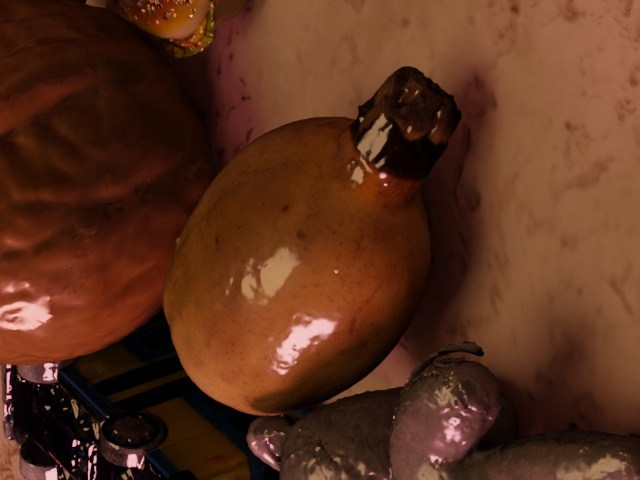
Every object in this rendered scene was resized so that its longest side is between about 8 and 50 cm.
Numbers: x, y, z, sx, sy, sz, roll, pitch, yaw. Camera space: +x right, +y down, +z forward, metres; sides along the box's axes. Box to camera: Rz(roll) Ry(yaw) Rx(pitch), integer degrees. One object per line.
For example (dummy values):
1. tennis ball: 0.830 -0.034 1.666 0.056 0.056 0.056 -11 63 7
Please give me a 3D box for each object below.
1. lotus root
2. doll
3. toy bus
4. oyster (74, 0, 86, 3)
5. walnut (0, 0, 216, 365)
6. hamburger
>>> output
1. lotus root: 0.000 0.000 1.395 0.183 0.182 0.310 59 137 19
2. doll: 0.125 0.164 1.342 0.340 0.158 0.246 -15 124 43
3. toy bus: -0.134 0.162 1.660 0.287 0.175 0.138 37 133 41
4. oyster: -0.220 -0.313 1.657 0.214 0.083 0.223 -48 58 50
5. walnut: -0.246 -0.045 1.584 0.333 0.332 0.333 30 128 46
6. hamburger: -0.111 -0.213 1.534 0.126 0.081 0.141 47 139 33
